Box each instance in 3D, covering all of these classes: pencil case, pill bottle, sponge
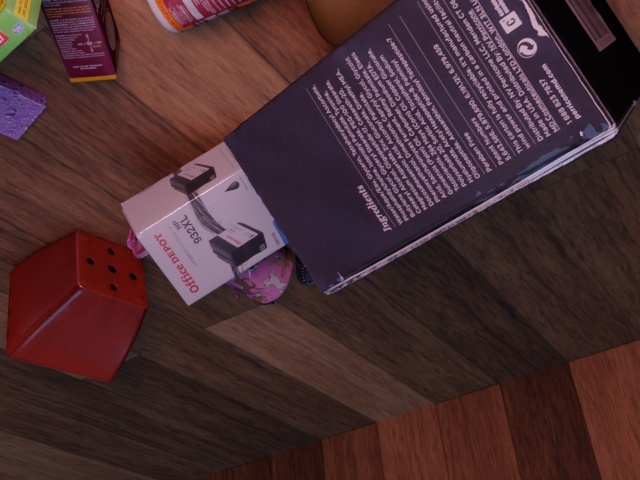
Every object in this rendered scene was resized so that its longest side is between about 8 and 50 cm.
[{"bbox_3d":[-0.245,0.023,1.807,0.386,0.160,0.167,27,89,-38],"label":"pencil case"},{"bbox_3d":[-0.153,-0.412,1.210,0.221,0.121,0.121,-17,144,17],"label":"pill bottle"},{"bbox_3d":[-0.622,-0.266,1.434,0.210,0.031,0.117,25,135,-37],"label":"sponge"}]

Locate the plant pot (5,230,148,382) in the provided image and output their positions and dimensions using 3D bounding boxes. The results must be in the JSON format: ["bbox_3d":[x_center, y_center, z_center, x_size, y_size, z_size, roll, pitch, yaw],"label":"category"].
[{"bbox_3d":[-0.552,0.135,1.854,0.267,0.267,0.236,25,123,-37],"label":"plant pot"}]

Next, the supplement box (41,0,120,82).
[{"bbox_3d":[-0.385,-0.359,1.268,0.081,0.104,0.188,-5,146,-2],"label":"supplement box"}]

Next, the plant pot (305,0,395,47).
[{"bbox_3d":[0.064,-0.406,1.189,0.237,0.237,0.254,-2,160,-6],"label":"plant pot"}]

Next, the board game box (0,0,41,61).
[{"bbox_3d":[-0.449,-0.350,1.084,0.214,0.317,0.046,-30,138,30],"label":"board game box"}]

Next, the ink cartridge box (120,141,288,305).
[{"bbox_3d":[-0.205,-0.047,1.593,0.307,0.129,0.223,-32,132,-6],"label":"ink cartridge box"}]

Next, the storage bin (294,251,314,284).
[{"bbox_3d":[0.000,0.000,1.783,0.122,0.180,0.084,-5,145,-1],"label":"storage bin"}]

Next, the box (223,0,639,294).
[{"bbox_3d":[0.200,-0.206,1.210,0.472,0.297,0.480,-34,-179,33],"label":"box"}]
